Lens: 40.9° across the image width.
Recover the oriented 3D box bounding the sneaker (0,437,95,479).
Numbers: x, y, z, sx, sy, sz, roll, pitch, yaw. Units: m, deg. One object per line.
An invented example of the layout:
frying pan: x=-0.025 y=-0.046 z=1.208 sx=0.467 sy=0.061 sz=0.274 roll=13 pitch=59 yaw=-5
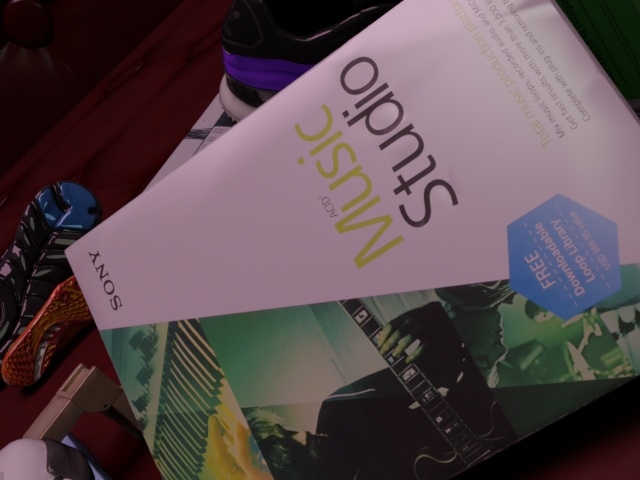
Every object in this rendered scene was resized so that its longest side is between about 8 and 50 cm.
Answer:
sneaker: x=-0.328 y=0.261 z=0.447 sx=0.447 sy=0.257 sz=0.169 roll=-59 pitch=18 yaw=-23

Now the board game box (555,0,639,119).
board game box: x=0.233 y=-0.239 z=0.565 sx=0.064 sy=0.242 sz=0.316 roll=-4 pitch=43 yaw=51

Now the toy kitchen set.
toy kitchen set: x=-0.190 y=0.154 z=0.707 sx=0.068 sy=0.083 sz=0.075 roll=-5 pitch=44 yaw=53

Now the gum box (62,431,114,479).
gum box: x=-0.242 y=0.236 z=0.693 sx=0.157 sy=0.041 sz=0.184 roll=-49 pitch=26 yaw=-17

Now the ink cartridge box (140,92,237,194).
ink cartridge box: x=-0.054 y=-0.038 z=0.734 sx=0.087 sy=0.153 sz=0.208 roll=11 pitch=50 yaw=22

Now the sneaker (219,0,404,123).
sneaker: x=0.070 y=-0.153 z=0.638 sx=0.293 sy=0.146 sz=0.102 roll=-2 pitch=49 yaw=-6

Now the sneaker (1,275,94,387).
sneaker: x=-0.311 y=0.096 z=1.010 sx=0.175 sy=0.064 sz=0.067 roll=-47 pitch=15 yaw=-20

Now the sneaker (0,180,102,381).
sneaker: x=-0.401 y=0.085 z=1.136 sx=0.341 sy=0.125 sz=0.139 roll=-56 pitch=0 yaw=-24

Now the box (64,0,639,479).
box: x=0.028 y=0.020 z=0.474 sx=0.322 sy=0.232 sz=0.058 roll=-35 pitch=-19 yaw=17
